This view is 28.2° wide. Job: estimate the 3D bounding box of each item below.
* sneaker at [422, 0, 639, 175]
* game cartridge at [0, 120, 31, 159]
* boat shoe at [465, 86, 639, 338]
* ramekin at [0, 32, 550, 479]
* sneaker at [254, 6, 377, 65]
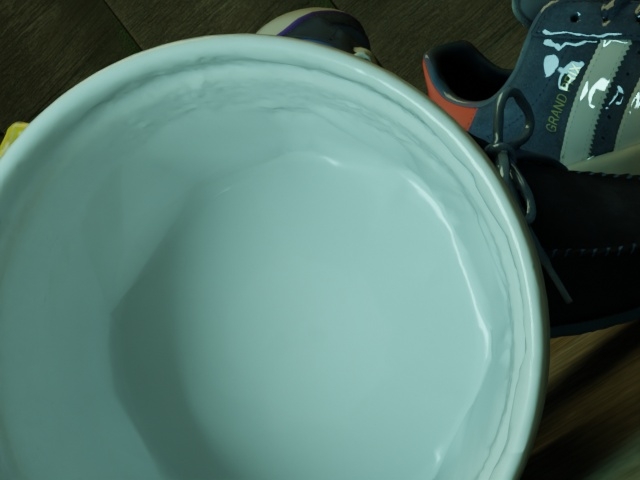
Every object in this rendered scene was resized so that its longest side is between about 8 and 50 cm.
[{"bbox_3d":[0.199,-0.114,0.731,0.350,0.148,0.131,-20,6,39],"label":"sneaker"},{"bbox_3d":[-0.181,0.109,0.948,0.324,0.053,0.285,44,-116,-57],"label":"game cartridge"},{"bbox_3d":[0.048,-0.010,0.553,0.258,0.089,0.109,-4,29,-7],"label":"boat shoe"},{"bbox_3d":[-0.020,0.037,0.464,0.207,0.207,0.109,-37,-11,7],"label":"ramekin"},{"bbox_3d":[0.032,-0.072,0.966,0.323,0.236,0.130,-43,-40,-49],"label":"sneaker"}]
